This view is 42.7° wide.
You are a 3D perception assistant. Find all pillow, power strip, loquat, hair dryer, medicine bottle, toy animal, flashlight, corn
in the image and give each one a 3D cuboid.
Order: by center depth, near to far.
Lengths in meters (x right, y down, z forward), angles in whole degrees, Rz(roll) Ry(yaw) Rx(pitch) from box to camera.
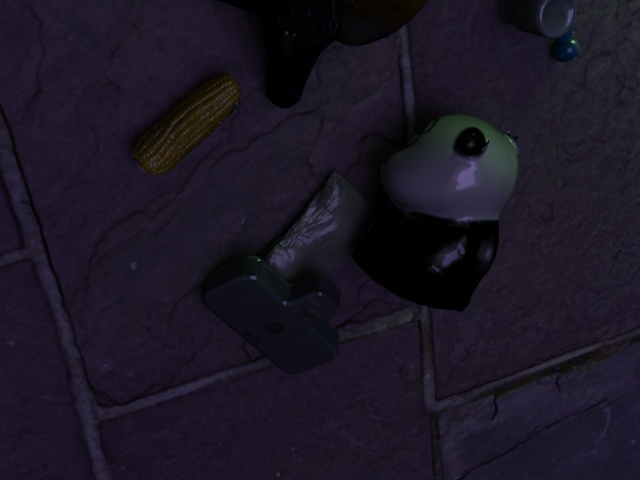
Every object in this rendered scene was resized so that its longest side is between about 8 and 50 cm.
[{"bbox_3d":[-0.146,-0.347,1.195,0.359,0.304,0.120,22,64,-2],"label":"hair dryer"},{"bbox_3d":[0.086,-0.401,1.239,0.179,0.179,0.227,30,111,-31],"label":"loquat"},{"bbox_3d":[-0.206,-0.179,1.270,0.203,0.072,0.072,-43,122,-3],"label":"corn"},{"bbox_3d":[0.365,-0.392,1.392,0.080,0.130,0.080,-8,114,-19],"label":"medicine bottle"},{"bbox_3d":[0.216,-0.061,1.408,0.250,0.251,0.310,10,114,-27],"label":"toy animal"},{"bbox_3d":[-0.056,0.122,1.426,0.193,0.059,0.265,-26,126,26],"label":"power strip"},{"bbox_3d":[0.000,0.000,1.451,0.230,0.050,0.148,-48,129,2],"label":"pillow"},{"bbox_3d":[0.432,-0.384,1.475,0.051,0.051,0.129,-28,117,-10],"label":"flashlight"}]
